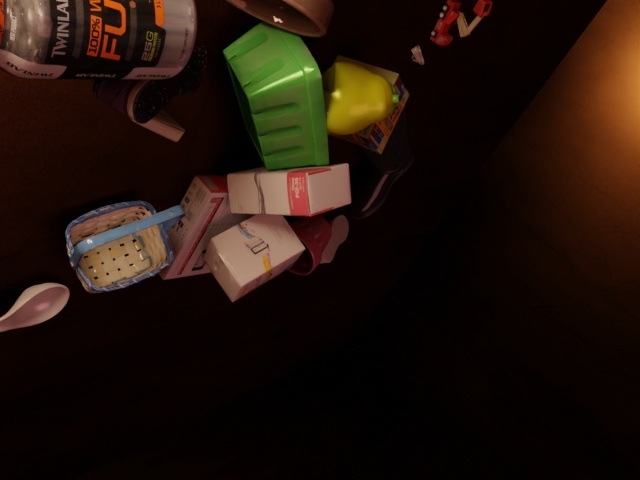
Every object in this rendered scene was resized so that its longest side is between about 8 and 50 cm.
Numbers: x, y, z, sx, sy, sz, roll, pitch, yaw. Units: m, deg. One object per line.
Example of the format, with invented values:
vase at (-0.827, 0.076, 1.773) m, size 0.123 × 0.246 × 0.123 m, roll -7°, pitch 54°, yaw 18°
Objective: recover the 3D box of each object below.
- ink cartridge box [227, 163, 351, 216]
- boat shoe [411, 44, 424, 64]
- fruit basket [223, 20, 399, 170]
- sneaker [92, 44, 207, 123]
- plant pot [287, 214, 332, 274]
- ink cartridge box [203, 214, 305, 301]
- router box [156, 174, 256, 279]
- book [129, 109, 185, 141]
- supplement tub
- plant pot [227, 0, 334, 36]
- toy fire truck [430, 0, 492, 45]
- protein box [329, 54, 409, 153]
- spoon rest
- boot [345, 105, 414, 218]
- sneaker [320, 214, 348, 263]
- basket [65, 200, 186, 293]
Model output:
ink cartridge box at (-0.088, -0.143, 1.505) m, size 0.207 × 0.283 × 0.117 m, roll -23°, pitch 112°, yaw -52°
boat shoe at (0.321, -0.612, 1.815) m, size 0.035 × 0.035 × 0.100 m, roll -20°, pitch 165°, yaw 14°
fruit basket at (-0.012, -0.366, 1.355) m, size 0.392 × 0.283 × 0.392 m, roll -22°, pitch 153°, yaw -12°
sneaker at (-0.341, -0.347, 1.108) m, size 0.283 × 0.124 × 0.107 m, roll -56°, pitch 167°, yaw -50°
plant pot at (-0.058, -0.002, 2.046) m, size 0.180 × 0.201 × 0.201 m, roll -46°, pitch 163°, yaw -40°
ink cartridge box at (-0.201, 0.041, 1.630) m, size 0.232 × 0.168 × 0.171 m, roll -31°, pitch 170°, yaw -27°
router box at (-0.318, -0.041, 1.666) m, size 0.301 × 0.082 × 0.335 m, roll -7°, pitch 137°, yaw -55°
book at (-0.372, -0.271, 1.172) m, size 0.035 × 0.096 × 0.144 m, roll -49°, pitch 157°, yaw 13°
supplement tub at (-0.386, -0.360, 0.858) m, size 0.338 × 0.207 × 0.207 m, roll -18°, pitch 146°, yaw -46°
plant pot at (-0.066, -0.554, 1.043) m, size 0.263 × 0.263 × 0.229 m, roll 9°, pitch 107°, yaw -62°
toy fire truck at (0.443, -0.695, 1.736) m, size 0.047 × 0.135 × 0.192 m, roll -23°, pitch 149°, yaw -40°
protein box at (0.113, -0.389, 1.567) m, size 0.200 × 0.201 × 0.136 m, roll -64°, pitch 155°, yaw 0°
spoon rest at (-0.745, 0.171, 1.327) m, size 0.276 × 0.084 × 0.137 m, roll -10°, pitch 140°, yaw -52°
boot at (0.183, -0.295, 1.966) m, size 0.367 × 0.146 × 0.445 m, roll -53°, pitch 161°, yaw -4°
sneaker at (0.000, 0.000, 2.252) m, size 0.169 × 0.108 × 0.292 m, roll -15°, pitch -155°, yaw 34°
basket at (-0.478, 0.009, 1.299) m, size 0.255 × 0.201 × 0.289 m, roll -24°, pitch -179°, yaw -40°
